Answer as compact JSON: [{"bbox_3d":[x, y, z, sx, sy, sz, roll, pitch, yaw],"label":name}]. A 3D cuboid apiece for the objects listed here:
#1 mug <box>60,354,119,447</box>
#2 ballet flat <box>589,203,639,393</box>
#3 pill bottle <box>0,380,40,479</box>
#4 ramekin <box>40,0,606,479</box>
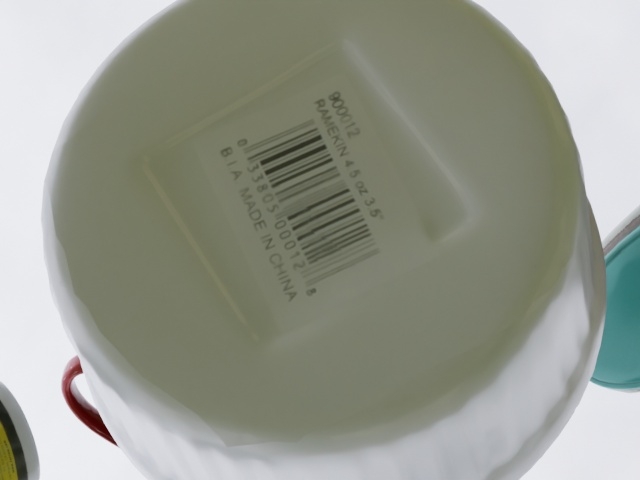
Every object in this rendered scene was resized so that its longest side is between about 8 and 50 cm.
[{"bbox_3d":[-0.111,0.125,1.239,0.113,0.150,0.169,-51,-47,-36],"label":"mug"},{"bbox_3d":[0.326,-0.034,1.155,0.139,0.400,0.139,18,-138,-17],"label":"ballet flat"},{"bbox_3d":[-0.193,0.110,0.709,0.116,0.065,0.065,-20,-98,-33],"label":"pill bottle"},{"bbox_3d":[0.000,0.000,0.749,0.277,0.135,0.277,-3,-113,7],"label":"ramekin"}]
